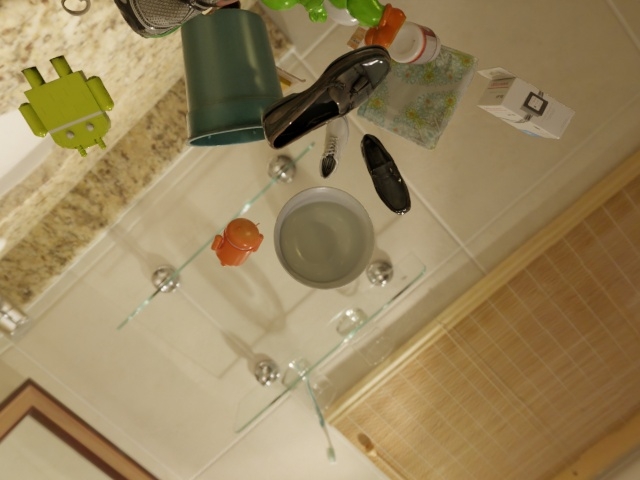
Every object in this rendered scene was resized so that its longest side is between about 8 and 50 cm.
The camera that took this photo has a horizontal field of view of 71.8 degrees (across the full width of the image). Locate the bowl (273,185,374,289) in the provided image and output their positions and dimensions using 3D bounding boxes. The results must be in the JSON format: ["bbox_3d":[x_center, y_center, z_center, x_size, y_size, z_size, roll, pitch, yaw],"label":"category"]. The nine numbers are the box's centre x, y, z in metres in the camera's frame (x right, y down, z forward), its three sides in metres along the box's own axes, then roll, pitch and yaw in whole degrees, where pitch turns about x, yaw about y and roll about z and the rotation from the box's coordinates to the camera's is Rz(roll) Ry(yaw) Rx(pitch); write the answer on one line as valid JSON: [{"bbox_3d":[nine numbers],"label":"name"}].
[{"bbox_3d":[0.000,0.000,1.305,0.298,0.298,0.134,-47,-176,-15],"label":"bowl"}]

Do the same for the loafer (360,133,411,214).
[{"bbox_3d":[0.157,-0.166,1.101,0.076,0.223,0.078,-27,165,12],"label":"loafer"}]

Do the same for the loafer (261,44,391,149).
[{"bbox_3d":[0.013,-0.246,0.801,0.267,0.096,0.084,-26,-132,19],"label":"loafer"}]

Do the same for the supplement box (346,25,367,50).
[{"bbox_3d":[0.172,-0.911,2.006,0.098,0.062,0.036,-54,157,9],"label":"supplement box"}]

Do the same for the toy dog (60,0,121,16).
[{"bbox_3d":[-0.699,-0.856,1.459,0.161,0.333,0.220,-161,-106,-70],"label":"toy dog"}]

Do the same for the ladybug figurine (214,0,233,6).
[{"bbox_3d":[-0.408,-0.912,1.493,0.449,0.305,0.162,21,-94,35],"label":"ladybug figurine"}]

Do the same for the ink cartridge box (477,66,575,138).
[{"bbox_3d":[0.387,-0.269,0.871,0.060,0.180,0.104,-63,-167,12],"label":"ink cartridge box"}]

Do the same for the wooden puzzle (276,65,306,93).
[{"bbox_3d":[-0.206,-0.585,1.613,0.221,0.238,0.044,-1,-101,57],"label":"wooden puzzle"}]

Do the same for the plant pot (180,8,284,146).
[{"bbox_3d":[-0.263,-0.477,1.333,0.341,0.334,0.341,-8,-174,1],"label":"plant pot"}]

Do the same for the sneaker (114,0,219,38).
[{"bbox_3d":[-0.160,-0.428,0.649,0.146,0.134,0.343,27,-110,39],"label":"sneaker"}]

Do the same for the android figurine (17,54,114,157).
[{"bbox_3d":[-0.729,-0.380,1.284,0.248,0.273,0.056,-21,-155,-3],"label":"android figurine"}]

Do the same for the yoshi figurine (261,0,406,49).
[{"bbox_3d":[0.001,-0.549,1.007,0.203,0.362,0.203,-30,-145,57],"label":"yoshi figurine"}]

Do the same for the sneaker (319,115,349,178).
[{"bbox_3d":[0.052,-0.347,1.658,0.091,0.094,0.258,-77,176,-54],"label":"sneaker"}]

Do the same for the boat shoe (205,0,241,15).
[{"bbox_3d":[-0.429,-0.860,1.776,0.110,0.121,0.341,-6,-127,43],"label":"boat shoe"}]

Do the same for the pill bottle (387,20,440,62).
[{"bbox_3d":[0.314,-0.645,1.457,0.121,0.121,0.221,-35,176,36],"label":"pill bottle"}]

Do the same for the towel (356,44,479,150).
[{"bbox_3d":[0.355,-0.556,1.621,0.374,0.320,0.090,-61,166,-1],"label":"towel"}]

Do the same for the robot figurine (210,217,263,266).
[{"bbox_3d":[-0.292,0.006,1.562,0.219,0.158,0.128,-49,-164,42],"label":"robot figurine"}]
